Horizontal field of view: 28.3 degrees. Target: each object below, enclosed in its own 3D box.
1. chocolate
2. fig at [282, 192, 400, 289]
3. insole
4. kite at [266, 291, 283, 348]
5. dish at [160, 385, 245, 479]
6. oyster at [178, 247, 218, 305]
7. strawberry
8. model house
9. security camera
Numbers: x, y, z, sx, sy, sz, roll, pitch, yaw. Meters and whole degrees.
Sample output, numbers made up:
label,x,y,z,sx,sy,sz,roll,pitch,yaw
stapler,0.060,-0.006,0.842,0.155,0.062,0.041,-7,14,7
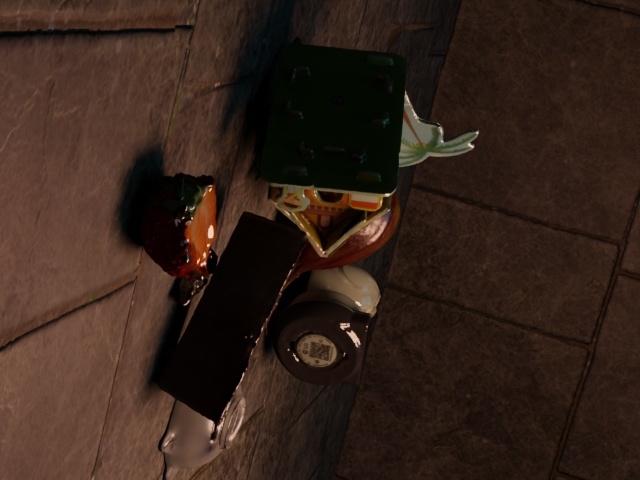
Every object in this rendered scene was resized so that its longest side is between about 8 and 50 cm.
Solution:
label,x,y,z,sx,sy,sz,roll,pitch,yaw
chocolate,-0.133,0.115,1.893,0.112,0.112,0.321,99,16,-84
fig,0.000,0.000,2.338,0.320,0.217,0.217,-56,171,6
insole,-0.070,-0.225,2.078,0.080,0.003,0.231,68,40,-73
kite,-0.092,0.119,2.472,0.125,0.008,0.222,-22,128,-76
dish,-0.180,0.291,2.080,0.228,0.086,0.236,-36,141,-72
oyster,-0.182,0.058,1.870,0.086,0.029,0.132,90,17,-56
strawberry,-0.181,-0.018,1.616,0.192,0.085,0.140,-26,124,-83
model house,0.079,-0.092,2.026,0.323,0.340,0.300,95,2,-51
security camera,0.020,0.142,2.579,0.277,0.191,0.197,-69,168,-54
